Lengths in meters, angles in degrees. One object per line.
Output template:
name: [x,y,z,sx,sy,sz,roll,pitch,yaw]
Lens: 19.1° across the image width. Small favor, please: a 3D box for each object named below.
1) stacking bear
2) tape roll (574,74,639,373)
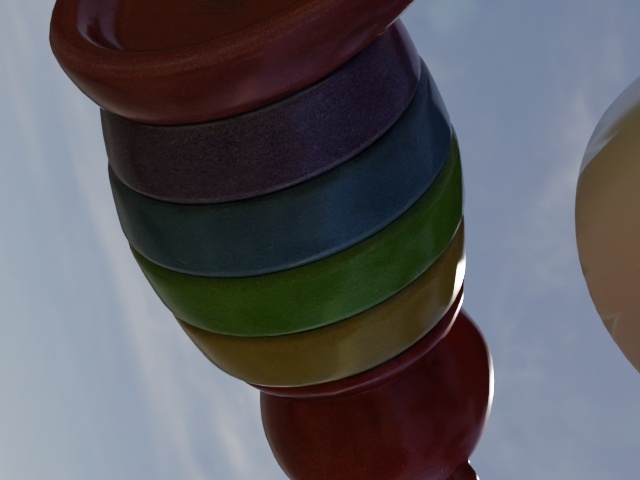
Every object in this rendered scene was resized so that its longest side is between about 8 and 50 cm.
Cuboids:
stacking bear: [0.000,0.000,0.862,0.175,0.164,0.289,5,-50,34]
tape roll: [0.278,-0.024,1.017,0.169,0.246,0.246,130,-56,-70]
